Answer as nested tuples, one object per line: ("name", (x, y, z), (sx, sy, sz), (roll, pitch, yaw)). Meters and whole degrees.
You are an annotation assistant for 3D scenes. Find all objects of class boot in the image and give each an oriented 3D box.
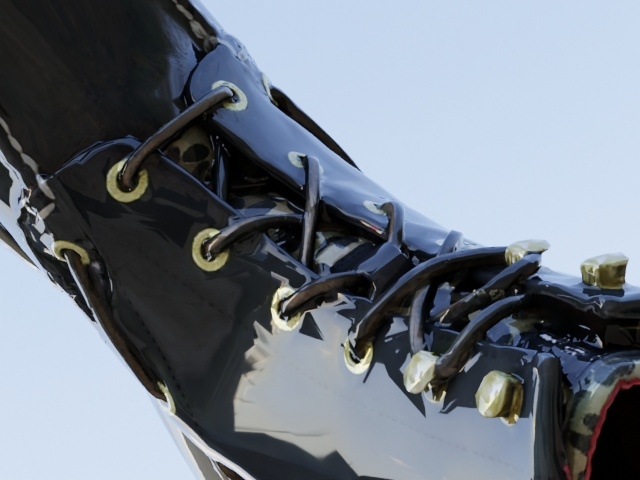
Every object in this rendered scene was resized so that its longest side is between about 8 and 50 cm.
("boot", (0.002, 0.000, 0.375), (0.085, 0.178, 0.236), (-42, -67, -23))
